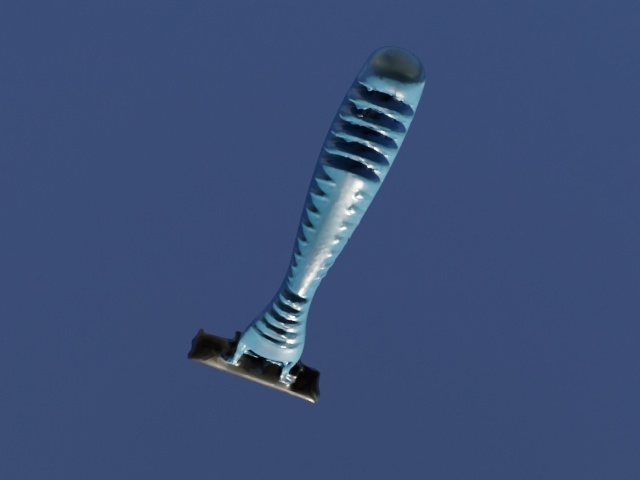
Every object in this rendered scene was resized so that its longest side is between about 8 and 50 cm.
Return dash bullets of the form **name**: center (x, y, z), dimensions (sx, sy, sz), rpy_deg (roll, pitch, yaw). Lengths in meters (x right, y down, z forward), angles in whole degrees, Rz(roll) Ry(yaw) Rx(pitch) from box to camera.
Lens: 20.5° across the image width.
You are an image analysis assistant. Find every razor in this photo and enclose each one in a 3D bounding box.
- **razor**: center (0.000, 0.000, 0.945), dimensions (0.082, 0.253, 0.042), rpy_deg (21, -140, -6)
